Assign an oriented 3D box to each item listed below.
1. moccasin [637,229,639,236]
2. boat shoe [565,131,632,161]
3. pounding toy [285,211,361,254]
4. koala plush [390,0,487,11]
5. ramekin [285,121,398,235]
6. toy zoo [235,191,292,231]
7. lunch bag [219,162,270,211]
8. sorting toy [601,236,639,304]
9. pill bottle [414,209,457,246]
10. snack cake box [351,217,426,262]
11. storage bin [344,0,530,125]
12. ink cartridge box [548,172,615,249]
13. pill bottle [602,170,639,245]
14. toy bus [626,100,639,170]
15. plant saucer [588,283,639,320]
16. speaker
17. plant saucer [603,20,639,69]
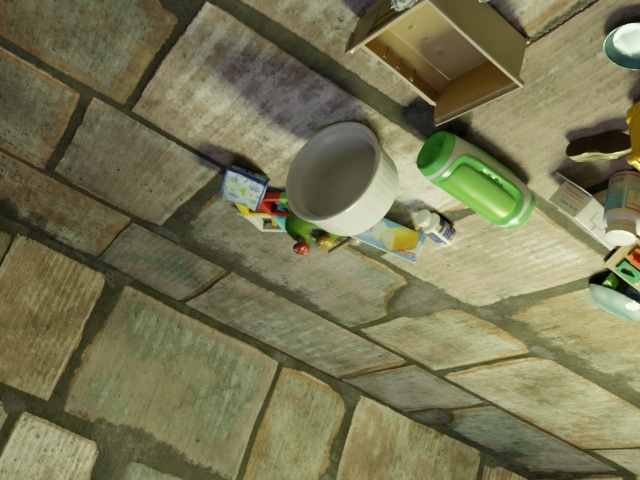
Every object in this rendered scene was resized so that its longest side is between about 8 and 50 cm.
[{"bbox_3d":[0.852,-0.065,1.629,0.139,0.147,0.380,34,150,-28],"label":"moccasin"},{"bbox_3d":[0.615,-0.199,1.643,0.153,0.056,0.048,-8,152,46],"label":"boat shoe"},{"bbox_3d":[0.000,0.000,2.318,0.237,0.110,0.183,28,139,-31],"label":"pounding toy"},{"bbox_3d":[0.187,-0.486,1.226,0.203,0.196,0.221,11,174,-21],"label":"koala plush"},{"bbox_3d":[0.060,-0.145,1.884,0.277,0.277,0.135,-3,153,38],"label":"ramekin"},{"bbox_3d":[-0.148,-0.089,2.393,0.293,0.030,0.192,2,149,31],"label":"toy zoo"},{"bbox_3d":[-0.223,-0.165,2.225,0.129,0.096,0.151,21,163,-3],"label":"lunch bag"},{"bbox_3d":[0.856,0.090,1.974,0.196,0.047,0.347,37,156,13],"label":"sorting toy"},{"bbox_3d":[0.325,-0.037,2.131,0.120,0.067,0.067,35,150,-29],"label":"pill bottle"},{"bbox_3d":[0.158,-0.028,2.175,0.264,0.089,0.152,22,-177,-6],"label":"snack cake box"},{"bbox_3d":[0.225,-0.377,1.483,0.262,0.123,0.260,32,151,-25],"label":"storage bin"},{"bbox_3d":[0.629,-0.071,1.798,0.198,0.067,0.115,35,-170,-28],"label":"ink cartridge box"},{"bbox_3d":[0.691,-0.072,1.709,0.087,0.160,0.087,16,154,8],"label":"pill bottle"},{"bbox_3d":[0.713,-0.159,1.476,0.220,0.211,0.149,29,151,-22],"label":"toy bus"},{"bbox_3d":[0.852,0.188,2.155,0.195,0.037,0.195,30,176,2],"label":"plant saucer"},{"bbox_3d":[0.378,-0.144,1.825,0.297,0.131,0.131,31,152,-21],"label":"speaker"},{"bbox_3d":[0.584,-0.362,1.382,0.119,0.021,0.119,16,153,8],"label":"plant saucer"}]
